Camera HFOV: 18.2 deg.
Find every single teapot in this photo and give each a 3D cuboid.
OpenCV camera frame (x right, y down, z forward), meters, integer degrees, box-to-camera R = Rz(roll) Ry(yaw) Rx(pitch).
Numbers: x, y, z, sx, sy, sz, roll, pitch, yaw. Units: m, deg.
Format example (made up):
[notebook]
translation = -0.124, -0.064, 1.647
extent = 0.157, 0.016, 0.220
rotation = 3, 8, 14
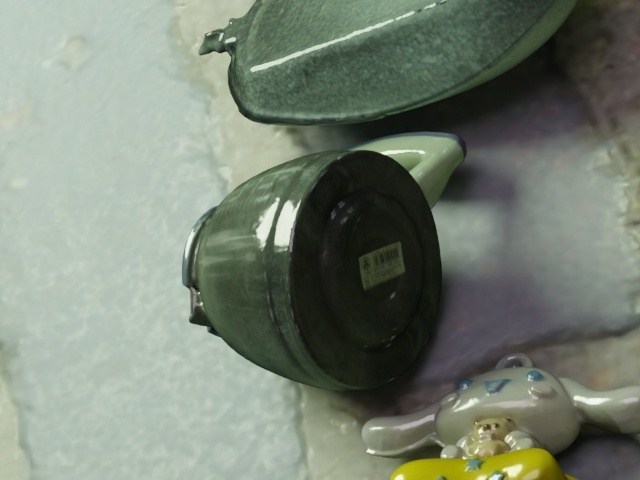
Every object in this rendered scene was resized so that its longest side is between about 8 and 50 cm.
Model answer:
[teapot]
translation = -0.007, -0.003, 0.948
extent = 0.108, 0.111, 0.149
rotation = -1, 64, 41

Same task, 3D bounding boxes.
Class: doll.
[doll]
translation = 0.088, 0.094, 0.877
extent = 0.135, 0.071, 0.113
rotation = -23, 34, 3

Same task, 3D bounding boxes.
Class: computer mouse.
[computer mouse]
translation = 0.043, -0.107, 1.016
extent = 0.229, 0.068, 0.113
rotation = -14, 36, 30
